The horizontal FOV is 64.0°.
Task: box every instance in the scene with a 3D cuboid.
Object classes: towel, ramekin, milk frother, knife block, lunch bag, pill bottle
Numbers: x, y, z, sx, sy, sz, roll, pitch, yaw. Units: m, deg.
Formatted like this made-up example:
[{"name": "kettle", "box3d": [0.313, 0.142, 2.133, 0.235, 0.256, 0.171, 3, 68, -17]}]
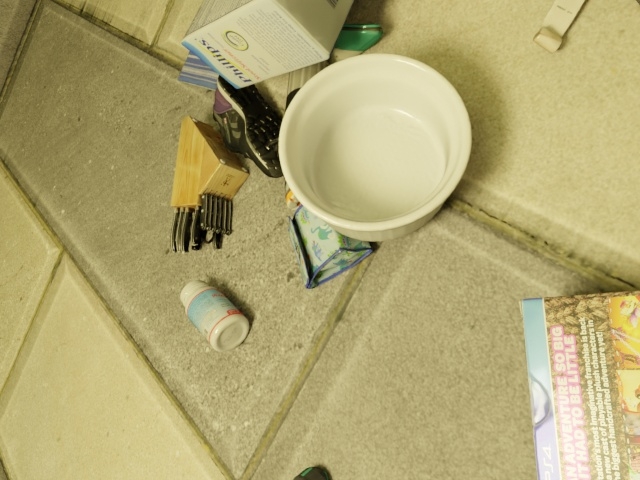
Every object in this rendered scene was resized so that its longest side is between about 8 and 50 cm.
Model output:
[{"name": "towel", "box3d": [-0.232, -0.537, 1.256, 0.243, 0.040, 0.336, 25, 96, 40]}, {"name": "ramekin", "box3d": [0.084, -0.132, 0.793, 0.276, 0.135, 0.278, -2, 75, 8]}, {"name": "milk frother", "box3d": [-0.042, -0.249, 0.968, 0.143, 0.129, 0.135, -9, 61, 23]}, {"name": "knife block", "box3d": [-0.285, -0.111, 1.166, 0.242, 0.088, 0.276, -49, 55, 18]}, {"name": "lunch bag", "box3d": [0.000, 0.000, 0.920, 0.151, 0.096, 0.129, -42, 57, 44]}, {"name": "pill bottle", "box3d": [-0.224, 0.151, 1.060, 0.160, 0.087, 0.087, 37, 103, 37]}]

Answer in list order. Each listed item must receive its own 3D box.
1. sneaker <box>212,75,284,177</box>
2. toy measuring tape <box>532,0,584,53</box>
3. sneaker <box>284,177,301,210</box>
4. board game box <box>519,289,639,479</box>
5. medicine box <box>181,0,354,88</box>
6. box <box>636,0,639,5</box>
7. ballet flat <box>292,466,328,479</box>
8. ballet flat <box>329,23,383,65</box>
[{"name": "sneaker", "box3d": [-0.148, -0.222, 1.098, 0.283, 0.107, 0.124, 61, 141, 26]}, {"name": "toy measuring tape", "box3d": [0.406, -0.408, 0.668, 0.121, 0.121, 0.330, 42, 106, 36]}, {"name": "sneaker", "box3d": [0.002, -0.149, 0.956, 0.215, 0.084, 0.083, -39, 53, 26]}, {"name": "board game box", "box3d": [0.386, 0.172, 0.539, 0.290, 0.141, 0.232, -9, 74, 37]}, {"name": "medicine box", "box3d": [-0.079, -0.448, 0.930, 0.289, 0.149, 0.264, 3, 66, 48]}, {"name": "box", "box3d": [0.423, -0.428, 0.564, 0.242, 0.307, 0.077, -40, 16, 24]}, {"name": "ballet flat", "box3d": [-0.019, 0.481, 0.834, 0.074, 0.074, 0.203, -13, 72, 35]}, {"name": "ballet flat", "box3d": [0.022, -0.385, 1.006, 0.247, 0.083, 0.087, 24, 119, 39]}]
